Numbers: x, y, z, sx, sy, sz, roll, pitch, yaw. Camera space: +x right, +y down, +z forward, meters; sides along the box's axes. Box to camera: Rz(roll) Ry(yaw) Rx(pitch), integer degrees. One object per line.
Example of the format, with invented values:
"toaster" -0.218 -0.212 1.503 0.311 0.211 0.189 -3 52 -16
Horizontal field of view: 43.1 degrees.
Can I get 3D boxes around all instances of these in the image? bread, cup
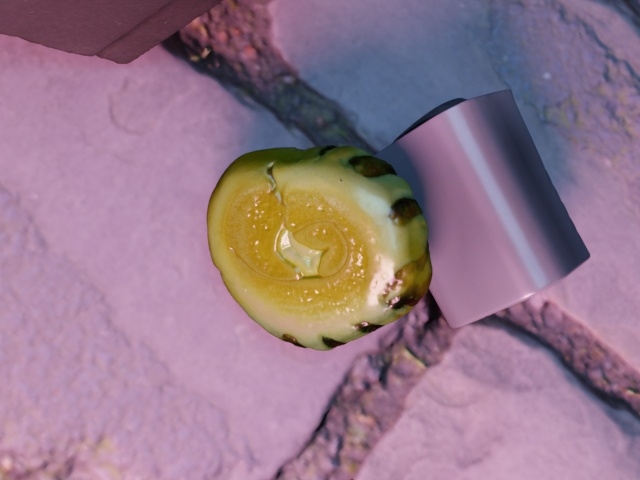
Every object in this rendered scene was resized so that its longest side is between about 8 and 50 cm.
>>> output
"bread" 0.000 0.000 0.492 0.139 0.071 0.130 -19 93 29
"cup" 0.107 -0.026 0.533 0.128 0.095 0.129 -22 84 -52

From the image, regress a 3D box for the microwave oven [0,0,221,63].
"microwave oven" -0.183 -0.362 0.404 0.374 0.236 0.432 8 72 -45
